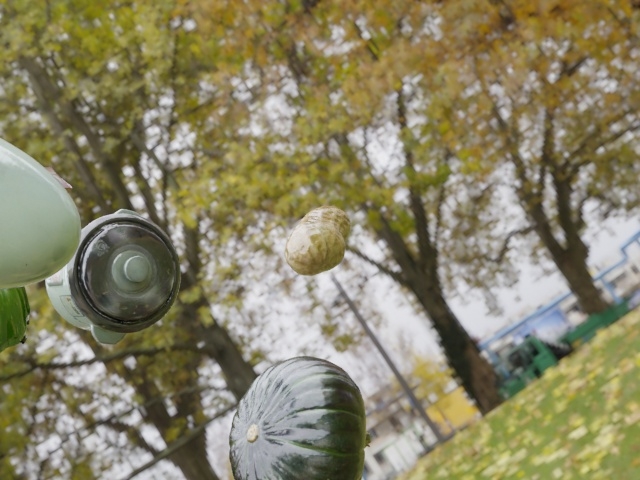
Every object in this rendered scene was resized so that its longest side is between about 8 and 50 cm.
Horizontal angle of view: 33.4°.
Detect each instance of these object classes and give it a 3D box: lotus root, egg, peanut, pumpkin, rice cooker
[{"bbox_3d":[-0.611,0.092,1.938,0.186,0.186,0.186,-31,-16,-10],"label":"lotus root"},{"bbox_3d":[-0.509,-0.049,1.463,0.230,0.371,0.230,-162,90,-89],"label":"egg"},{"bbox_3d":[0.000,0.000,2.008,0.095,0.108,0.226,-58,0,27],"label":"peanut"},{"bbox_3d":[-0.019,0.295,1.573,0.216,0.250,0.250,1,-31,-24],"label":"pumpkin"},{"bbox_3d":[-0.468,0.081,2.395,0.264,0.317,0.316,18,-46,-30],"label":"rice cooker"}]

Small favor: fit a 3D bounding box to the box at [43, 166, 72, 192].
[{"bbox_3d":[-0.487,-0.063,1.730,0.111,0.060,0.156,-50,-14,16],"label":"box"}]
